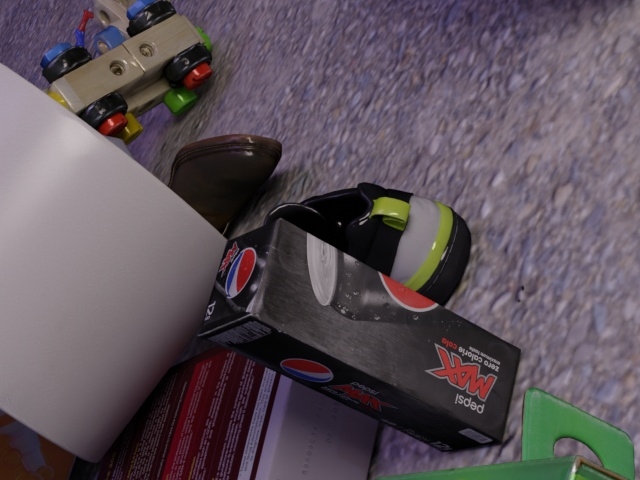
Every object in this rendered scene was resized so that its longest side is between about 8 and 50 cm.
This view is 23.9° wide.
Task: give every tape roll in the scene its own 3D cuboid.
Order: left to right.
[{"bbox_3d":[-0.194,0.010,1.000,0.169,0.246,0.246,-54,25,-7],"label":"tape roll"}]

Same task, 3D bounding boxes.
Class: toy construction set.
[{"bbox_3d":[-0.216,-0.126,1.411,0.328,0.151,0.215,-53,4,-32],"label":"toy construction set"}]

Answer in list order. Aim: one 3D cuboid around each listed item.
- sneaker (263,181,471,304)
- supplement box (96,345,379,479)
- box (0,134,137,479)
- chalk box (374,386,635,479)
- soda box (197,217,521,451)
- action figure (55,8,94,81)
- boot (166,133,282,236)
[{"bbox_3d":[0.000,0.000,0.971,0.234,0.097,0.084,-19,49,55],"label":"sneaker"},{"bbox_3d":[-0.061,0.139,0.975,0.239,0.073,0.130,-26,41,49],"label":"supplement box"},{"bbox_3d":[-0.295,0.072,1.228,0.345,0.215,0.168,-70,24,13],"label":"box"},{"bbox_3d":[0.094,0.166,0.604,0.132,0.132,0.213,-18,51,55],"label":"chalk box"},{"bbox_3d":[0.024,0.053,0.796,0.053,0.169,0.060,-21,48,52],"label":"soda box"},{"bbox_3d":[-0.287,-0.213,1.772,0.115,0.030,0.038,-64,20,6],"label":"action figure"},{"bbox_3d":[-0.092,-0.006,1.187,0.219,0.082,0.106,-33,51,56],"label":"boot"}]
